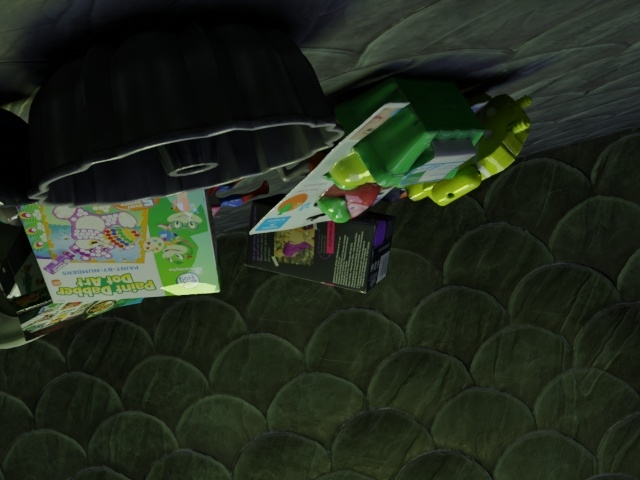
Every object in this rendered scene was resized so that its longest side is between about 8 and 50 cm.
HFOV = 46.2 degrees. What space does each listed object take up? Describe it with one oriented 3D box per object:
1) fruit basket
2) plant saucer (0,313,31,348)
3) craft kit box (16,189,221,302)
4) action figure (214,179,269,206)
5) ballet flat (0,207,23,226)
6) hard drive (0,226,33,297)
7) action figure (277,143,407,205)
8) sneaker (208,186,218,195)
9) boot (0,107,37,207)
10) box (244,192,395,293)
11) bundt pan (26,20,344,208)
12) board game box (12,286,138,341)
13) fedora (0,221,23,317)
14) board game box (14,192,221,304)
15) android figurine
[{"bbox_3d":[0.093,-0.113,1.262,0.327,0.165,0.353,-11,150,-50],"label":"fruit basket"},{"bbox_3d":[-0.630,0.062,1.703,0.400,0.100,0.400,-23,-147,16],"label":"plant saucer"},{"bbox_3d":[-0.274,-0.019,1.040,0.250,0.061,0.247,-4,137,-2],"label":"craft kit box"},{"bbox_3d":[-0.244,-0.093,1.477,0.280,0.091,0.139,-26,157,-14],"label":"action figure"},{"bbox_3d":[-0.475,-0.061,1.350,0.086,0.086,0.248,-14,177,17],"label":"ballet flat"},{"bbox_3d":[-0.407,-0.020,1.336,0.237,0.064,0.339,-12,155,-47],"label":"hard drive"},{"bbox_3d":[0.060,-0.133,1.568,0.330,0.178,0.341,1,168,-44],"label":"action figure"},{"bbox_3d":[-0.194,-0.113,1.063,0.279,0.118,0.107,-14,177,2],"label":"sneaker"},{"bbox_3d":[-0.504,-0.043,0.864,0.445,0.146,0.367,-18,178,13],"label":"boot"},{"bbox_3d":[0.000,0.000,1.562,0.270,0.143,0.165,13,-167,18],"label":"box"},{"bbox_3d":[-0.147,-0.132,0.788,0.331,0.124,0.331,-13,179,0],"label":"bundt pan"},{"bbox_3d":[-0.361,0.084,1.225,0.259,0.030,0.136,-21,158,-24],"label":"board game box"},{"bbox_3d":[-0.600,0.028,1.530,0.275,0.124,0.244,27,-111,37],"label":"fedora"},{"bbox_3d":[-0.339,0.005,1.247,0.224,0.097,0.303,-9,153,-48],"label":"board game box"},{"bbox_3d":[0.271,-0.172,1.372,0.273,0.056,0.248,-28,-147,43],"label":"android figurine"}]
